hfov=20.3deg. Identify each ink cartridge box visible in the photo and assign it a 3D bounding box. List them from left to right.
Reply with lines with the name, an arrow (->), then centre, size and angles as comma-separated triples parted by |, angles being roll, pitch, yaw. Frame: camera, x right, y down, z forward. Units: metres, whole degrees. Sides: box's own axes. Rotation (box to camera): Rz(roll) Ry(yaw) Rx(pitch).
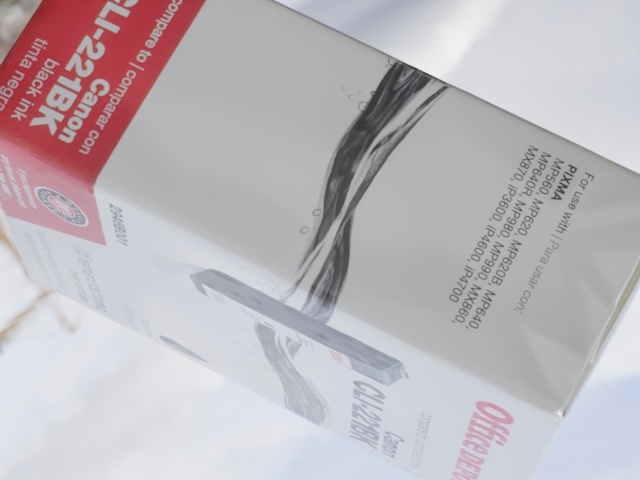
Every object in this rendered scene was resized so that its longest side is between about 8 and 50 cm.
ink cartridge box -> 0.000, 0.000, 0.798 | 0.114, 0.273, 0.197 | -61, 171, -19
